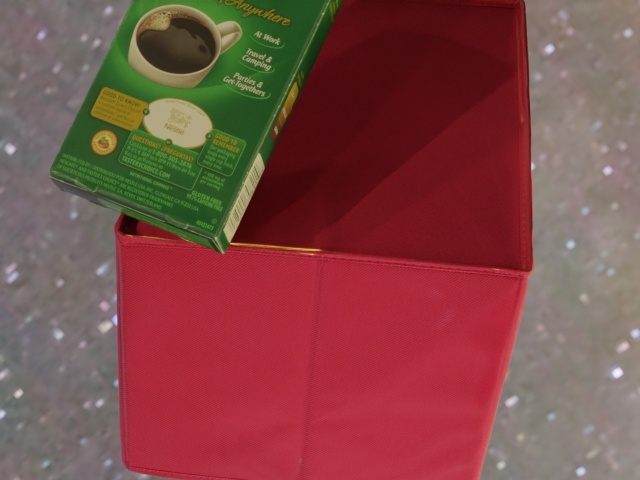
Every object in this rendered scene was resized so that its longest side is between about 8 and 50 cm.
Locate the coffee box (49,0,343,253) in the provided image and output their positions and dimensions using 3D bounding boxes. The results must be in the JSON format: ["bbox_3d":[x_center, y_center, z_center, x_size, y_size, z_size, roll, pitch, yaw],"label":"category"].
[{"bbox_3d":[-0.069,-0.096,0.995,0.113,0.040,0.184,21,-102,12],"label":"coffee box"}]

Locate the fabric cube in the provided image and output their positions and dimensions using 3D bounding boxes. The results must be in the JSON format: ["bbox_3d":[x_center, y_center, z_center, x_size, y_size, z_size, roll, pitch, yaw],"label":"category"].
[{"bbox_3d":[0.000,0.000,1.162,0.259,0.258,0.254,6,-130,1],"label":"fabric cube"}]
